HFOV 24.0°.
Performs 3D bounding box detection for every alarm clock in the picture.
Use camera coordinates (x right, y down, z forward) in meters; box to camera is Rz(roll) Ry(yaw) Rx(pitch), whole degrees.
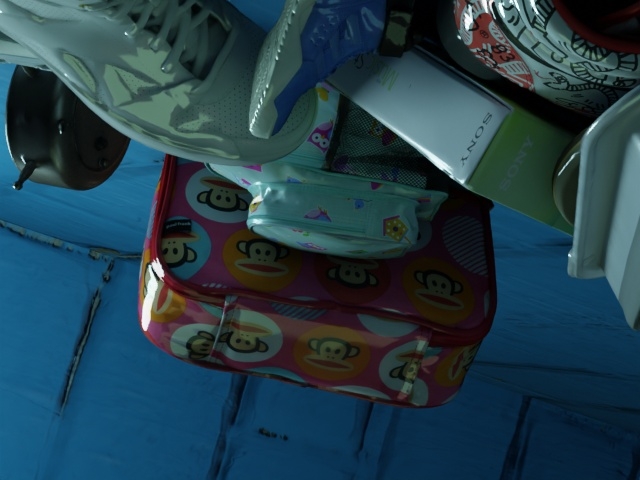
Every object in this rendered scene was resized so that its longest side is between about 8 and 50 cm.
[{"bbox_3d":[-0.191,-0.111,1.244,0.064,0.129,0.192,10,-162,18],"label":"alarm clock"}]

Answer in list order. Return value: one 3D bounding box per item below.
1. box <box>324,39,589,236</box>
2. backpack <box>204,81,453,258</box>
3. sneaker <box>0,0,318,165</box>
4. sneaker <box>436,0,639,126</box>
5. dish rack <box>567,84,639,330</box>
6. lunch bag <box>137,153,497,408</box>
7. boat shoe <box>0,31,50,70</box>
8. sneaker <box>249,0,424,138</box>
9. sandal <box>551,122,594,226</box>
[{"bbox_3d":[0.170,-0.044,0.967,0.322,0.058,0.232,20,-167,-31],"label":"box"},{"bbox_3d":[0.004,-0.063,1.126,0.188,0.144,0.166,18,176,0],"label":"backpack"},{"bbox_3d":[-0.110,-0.137,0.894,0.292,0.108,0.169,28,168,-17],"label":"sneaker"},{"bbox_3d":[0.203,-0.090,0.784,0.270,0.090,0.145,20,172,-13],"label":"sneaker"},{"bbox_3d":[0.247,-0.036,0.620,0.285,0.072,0.333,-22,165,4],"label":"dish rack"},{"bbox_3d":[0.000,0.000,1.277,0.293,0.258,0.120,11,133,-8],"label":"lunch bag"},{"bbox_3d":[-0.252,-0.166,1.119,0.227,0.079,0.081,12,167,1],"label":"boat shoe"},{"bbox_3d":[0.015,-0.114,0.873,0.084,0.152,0.058,14,-144,-15],"label":"sneaker"},{"bbox_3d":[0.170,-0.037,0.749,0.072,0.049,0.180,8,157,-17],"label":"sandal"}]
